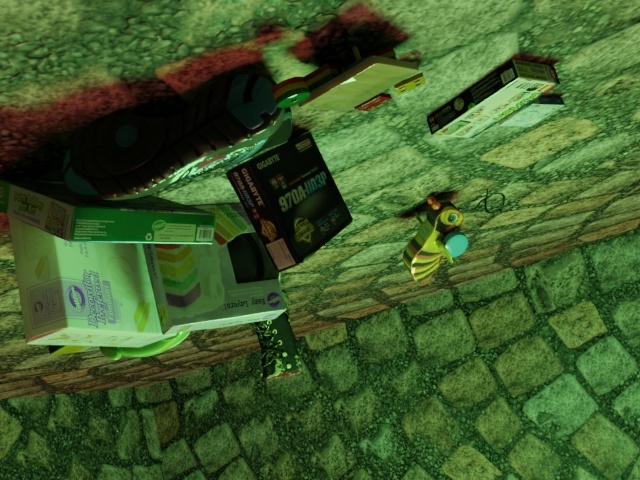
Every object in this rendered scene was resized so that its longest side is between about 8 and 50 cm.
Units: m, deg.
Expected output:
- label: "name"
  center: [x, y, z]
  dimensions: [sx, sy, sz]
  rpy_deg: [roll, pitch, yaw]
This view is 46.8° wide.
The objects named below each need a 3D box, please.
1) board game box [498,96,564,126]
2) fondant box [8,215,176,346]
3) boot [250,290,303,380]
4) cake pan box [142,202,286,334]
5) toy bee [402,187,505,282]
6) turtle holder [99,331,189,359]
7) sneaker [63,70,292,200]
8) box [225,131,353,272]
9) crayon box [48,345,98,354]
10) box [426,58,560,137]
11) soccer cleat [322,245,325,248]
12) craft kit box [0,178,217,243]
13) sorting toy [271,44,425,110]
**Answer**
- label: "board game box"
  center: [0.398, -0.244, 1.403]
  dimensions: [0.090, 0.020, 0.090]
  rpy_deg: [-5, 162, -34]
- label: "fondant box"
  center: [-0.412, 0.070, 1.376]
  dimensions: [0.096, 0.238, 0.330]
  rpy_deg: [-19, 165, 19]
- label: "boot"
  center: [-0.176, 0.300, 2.383]
  dimensions: [0.138, 0.284, 0.377]
  rpy_deg: [-18, 166, 14]
- label: "cake pan box"
  center: [-0.212, 0.050, 1.483]
  dimensions: [0.267, 0.245, 0.070]
  rpy_deg: [-4, 163, -33]
- label: "toy bee"
  center: [0.297, -0.041, 1.873]
  dimensions: [0.162, 0.298, 0.195]
  rpy_deg: [33, 175, -35]
- label: "turtle holder"
  center: [-0.416, 0.152, 1.681]
  dimensions: [0.320, 0.243, 0.227]
  rpy_deg: [-35, 177, 10]
- label: "sneaker"
  center: [-0.200, -0.127, 1.066]
  dimensions: [0.341, 0.125, 0.139]
  rpy_deg: [-16, 167, 9]
- label: "box"
  center: [-0.042, -0.067, 1.193]
  dimensions: [0.051, 0.175, 0.220]
  rpy_deg: [-23, -172, 31]
- label: "crayon box"
  center: [-0.636, 0.251, 2.169]
  dimensions: [0.202, 0.081, 0.319]
  rpy_deg: [1, 160, -46]
- label: "box"
  center: [0.296, -0.240, 1.285]
  dimensions: [0.114, 0.036, 0.207]
  rpy_deg: [-3, 162, -38]
- label: "soccer cleat"
  center: [0.000, 0.000, 1.938]
  dimensions: [0.036, 0.029, 0.083]
  rpy_deg: [0, 158, -19]
- label: "craft kit box"
  center: [-0.335, -0.045, 1.152]
  dimensions: [0.247, 0.060, 0.250]
  rpy_deg: [13, -173, 41]
- label: "sorting toy"
  center: [0.053, -0.232, 1.039]
  dimensions: [0.132, 0.046, 0.275]
  rpy_deg: [-24, 174, 33]
